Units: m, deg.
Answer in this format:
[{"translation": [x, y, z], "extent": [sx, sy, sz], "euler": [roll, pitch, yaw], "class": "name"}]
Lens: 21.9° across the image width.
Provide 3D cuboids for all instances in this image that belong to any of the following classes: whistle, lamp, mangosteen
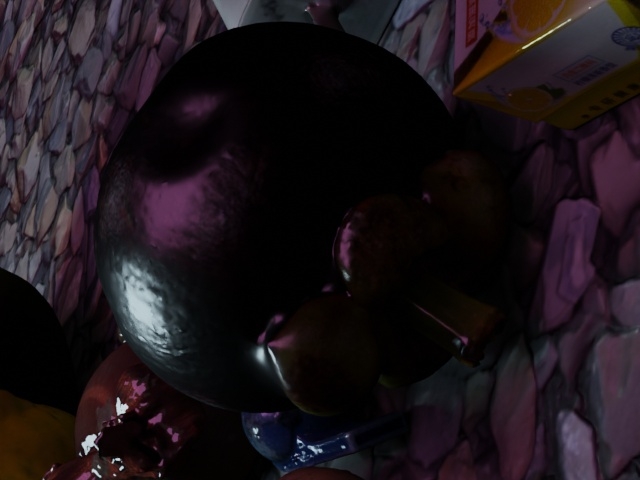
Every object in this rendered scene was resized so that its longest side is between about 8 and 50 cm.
[{"translation": [-0.008, 0.123, 1.219], "extent": [0.158, 0.090, 0.090], "euler": [-28, 52, 55], "class": "whistle"}, {"translation": [-0.119, 0.154, 1.319], "extent": [0.215, 0.151, 0.223], "euler": [-53, 12, 39], "class": "lamp"}, {"translation": [0.000, 0.000, 1.120], "extent": [0.302, 0.275, 0.275], "euler": [29, 104, 32], "class": "mangosteen"}]

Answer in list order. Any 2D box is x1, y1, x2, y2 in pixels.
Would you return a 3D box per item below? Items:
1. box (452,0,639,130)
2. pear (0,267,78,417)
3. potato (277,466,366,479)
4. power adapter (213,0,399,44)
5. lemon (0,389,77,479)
[{"translation": [0.170, -0.222, 1.049], "extent": [0.168, 0.097, 0.265], "euler": [-28, 53, 54], "class": "box"}, {"translation": [-0.368, 0.165, 1.658], "extent": [0.165, 0.399, 0.399], "euler": [-16, 56, 21], "class": "pear"}, {"translation": [0.002, 0.212, 1.137], "extent": [0.112, 0.112, 0.147], "euler": [-67, 21, 14], "class": "potato"}, {"translation": [-0.003, -0.238, 1.359], "extent": [0.187, 0.124, 0.255], "euler": [-63, 30, 24], "class": "power adapter"}, {"translation": [-0.274, 0.278, 1.442], "extent": [0.260, 0.260, 0.284], "euler": [-126, 42, -57], "class": "lemon"}]
